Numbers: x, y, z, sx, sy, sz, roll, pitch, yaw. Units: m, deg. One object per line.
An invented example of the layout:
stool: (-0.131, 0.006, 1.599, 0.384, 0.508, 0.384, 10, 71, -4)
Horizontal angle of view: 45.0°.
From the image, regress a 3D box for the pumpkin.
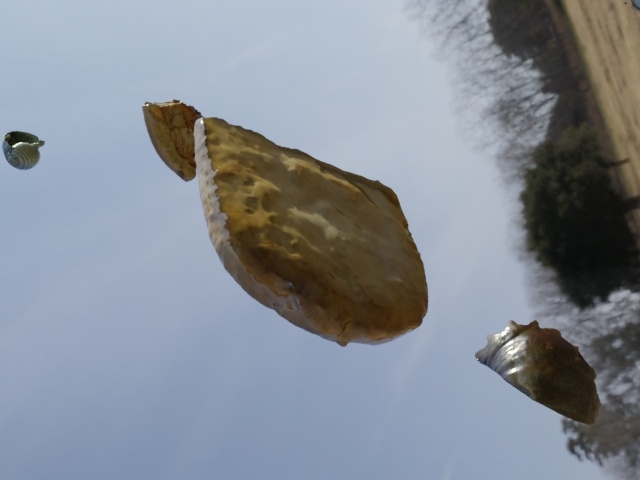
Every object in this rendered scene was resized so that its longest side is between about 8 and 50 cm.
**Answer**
pumpkin: (0.419, 0.230, 1.430, 0.254, 0.131, 0.149, 29, -176, 18)

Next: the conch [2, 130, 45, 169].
conch: (-0.550, -0.164, 1.420, 0.076, 0.057, 0.085, 37, -160, -2)

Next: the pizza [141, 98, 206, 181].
pizza: (-0.276, -0.218, 1.602, 0.161, 0.062, 0.182, -29, -68, -35)

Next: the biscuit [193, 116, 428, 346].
biscuit: (-0.001, 0.001, 1.306, 0.429, 0.104, 0.446, 17, -143, -31)

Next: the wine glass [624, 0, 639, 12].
wine glass: (0.672, -0.548, 1.319, 0.190, 0.190, 0.357, 5, -75, -68)
